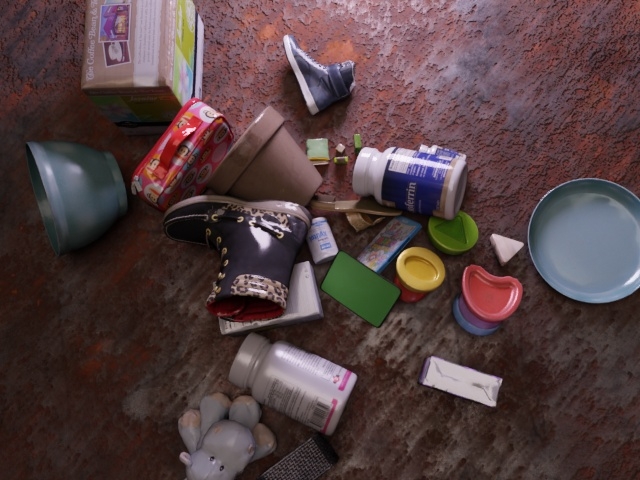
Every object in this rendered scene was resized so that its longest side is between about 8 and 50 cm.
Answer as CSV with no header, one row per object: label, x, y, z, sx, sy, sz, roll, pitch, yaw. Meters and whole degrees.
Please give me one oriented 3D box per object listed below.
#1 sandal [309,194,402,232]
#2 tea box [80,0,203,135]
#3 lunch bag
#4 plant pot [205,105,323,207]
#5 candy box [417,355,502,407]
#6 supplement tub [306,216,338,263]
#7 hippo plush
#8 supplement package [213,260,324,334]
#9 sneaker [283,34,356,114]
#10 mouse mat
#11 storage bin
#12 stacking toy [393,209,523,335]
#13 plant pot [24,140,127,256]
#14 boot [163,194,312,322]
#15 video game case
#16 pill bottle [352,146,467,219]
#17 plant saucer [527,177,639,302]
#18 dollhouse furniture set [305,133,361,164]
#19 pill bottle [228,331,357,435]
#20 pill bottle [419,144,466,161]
sandal,0.089,-0.062,1.720,0.239,0.088,0.079,9,113,5
tea box,-0.445,-0.479,1.703,0.219,0.323,0.329,-1,80,4
lunch bag,-0.346,-0.205,1.676,0.120,0.258,0.293,34,83,8
plant pot,-0.123,-0.170,1.675,0.229,0.263,0.263,39,84,-7
candy box,0.321,0.331,1.553,0.164,0.196,0.070,17,80,7
supplement tub,0.000,0.000,1.706,0.071,0.071,0.107,-21,78,0
hippo plush,-0.259,0.490,1.548,0.234,0.236,0.294,41,85,10
supplement package,-0.127,0.151,1.653,0.243,0.139,0.134,-13,78,3
sneaker,0.005,-0.473,1.779,0.163,0.086,0.226,-24,88,10
mouse mat,0.098,0.122,1.654,0.189,0.153,0.007,35,39,10
storage bin,-0.052,0.544,1.580,0.180,0.122,0.084,-35,78,-3
stacking toy,0.348,0.084,1.672,0.308,0.130,0.280,26,56,6
plant pot,-0.613,-0.126,1.692,0.196,0.293,0.293,-17,77,-26
boot,-0.221,0.041,1.563,0.377,0.138,0.284,3,53,8
video game case,0.170,0.008,1.675,0.166,0.119,0.015,-47,116,-5
pill bottle,0.223,-0.151,1.663,0.264,0.153,0.153,14,80,20
plant saucer,0.681,0.002,1.668,0.317,0.044,0.318,-1,79,5
dollhouse furniture set,0.032,-0.244,1.755,0.151,0.058,0.076,-4,79,4
pill bottle,-0.068,0.340,1.601,0.283,0.160,0.160,24,82,8
pill bottle,0.313,-0.209,1.723,0.120,0.067,0.067,19,81,7
